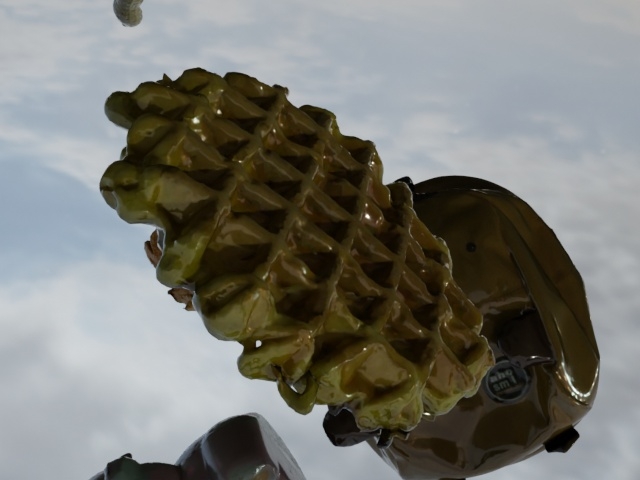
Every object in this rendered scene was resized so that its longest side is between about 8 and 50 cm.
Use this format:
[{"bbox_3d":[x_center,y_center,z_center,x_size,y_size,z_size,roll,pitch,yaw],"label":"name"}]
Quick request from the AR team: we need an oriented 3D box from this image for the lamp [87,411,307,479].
[{"bbox_3d":[-0.174,0.327,1.357,0.301,0.247,0.247,-32,-147,3],"label":"lamp"}]

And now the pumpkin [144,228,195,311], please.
[{"bbox_3d":[-0.082,0.017,0.846,0.083,0.054,0.074,9,-146,-54],"label":"pumpkin"}]

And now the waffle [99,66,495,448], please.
[{"bbox_3d":[-0.008,-0.002,0.760,0.329,0.062,0.329,35,-150,-24],"label":"waffle"}]

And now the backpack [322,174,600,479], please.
[{"bbox_3d":[0.155,0.110,1.378,0.353,0.378,0.201,-27,176,10],"label":"backpack"}]

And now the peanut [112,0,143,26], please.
[{"bbox_3d":[-0.217,-0.271,1.256,0.037,0.083,0.037,5,-119,-9],"label":"peanut"}]
